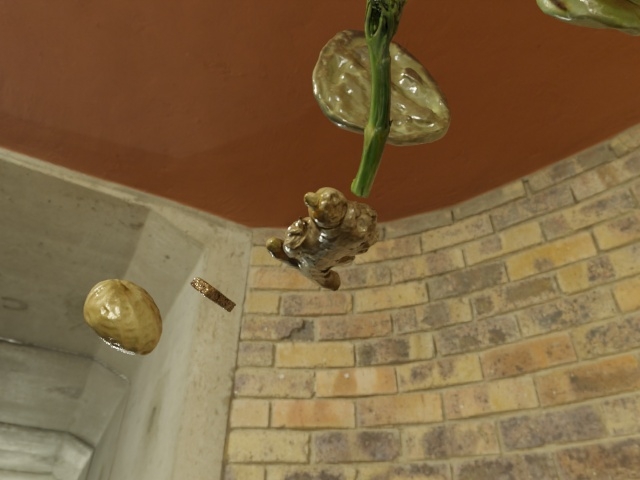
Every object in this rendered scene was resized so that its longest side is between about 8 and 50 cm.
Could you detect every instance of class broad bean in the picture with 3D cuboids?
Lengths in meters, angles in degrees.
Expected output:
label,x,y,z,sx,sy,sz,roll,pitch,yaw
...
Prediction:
label,x,y,z,sx,sy,sz,roll,pitch,yaw
broad bean,0.497,-0.426,0.845,0.206,0.153,0.072,21,-27,7

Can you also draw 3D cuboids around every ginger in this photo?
label,x,y,z,sx,sy,sz,roll,pitch,yaw
ginger,0.001,-0.001,0.779,0.166,0.080,0.333,17,-23,-9

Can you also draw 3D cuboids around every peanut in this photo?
label,x,y,z,sx,sy,sz,roll,pitch,yaw
peanut,-0.368,0.141,0.894,0.109,0.140,0.159,-43,-54,-12

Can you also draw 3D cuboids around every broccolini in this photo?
label,x,y,z,sx,sy,sz,roll,pitch,yaw
broccolini,0.053,-0.153,0.437,0.051,0.054,0.239,-18,-56,-35

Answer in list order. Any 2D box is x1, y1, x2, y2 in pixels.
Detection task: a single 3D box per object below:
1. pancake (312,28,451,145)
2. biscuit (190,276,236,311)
label,x,y,z,sx,sy,sz,roll,pitch,yaw
pancake,0.113,-0.291,0.906,0.294,0.295,0.049,10,-32,-11
biscuit,-0.293,0.152,1.314,0.064,0.034,0.199,32,-12,20
